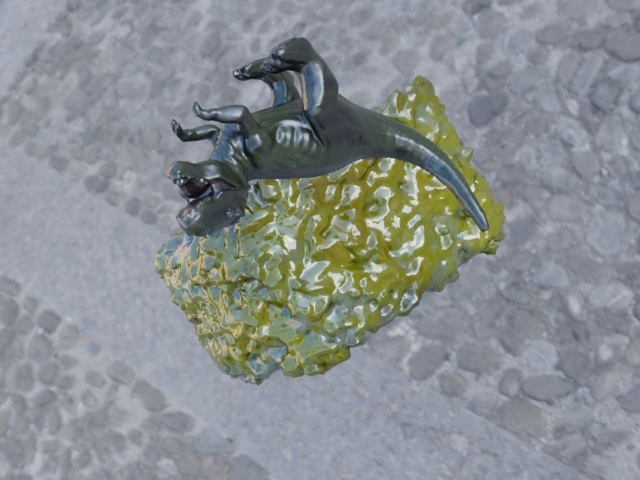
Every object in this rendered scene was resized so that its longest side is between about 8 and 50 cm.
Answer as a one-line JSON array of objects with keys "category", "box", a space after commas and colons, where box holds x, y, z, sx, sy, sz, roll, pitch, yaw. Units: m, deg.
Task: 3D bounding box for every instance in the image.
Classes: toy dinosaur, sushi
[{"category": "toy dinosaur", "box": [-0.009, -0.035, 0.620, 0.187, 0.179, 0.087, -36, 13, -19]}, {"category": "sushi", "box": [0.000, 0.000, 1.168, 0.396, 0.240, 0.351, -35, 6, -17]}]
